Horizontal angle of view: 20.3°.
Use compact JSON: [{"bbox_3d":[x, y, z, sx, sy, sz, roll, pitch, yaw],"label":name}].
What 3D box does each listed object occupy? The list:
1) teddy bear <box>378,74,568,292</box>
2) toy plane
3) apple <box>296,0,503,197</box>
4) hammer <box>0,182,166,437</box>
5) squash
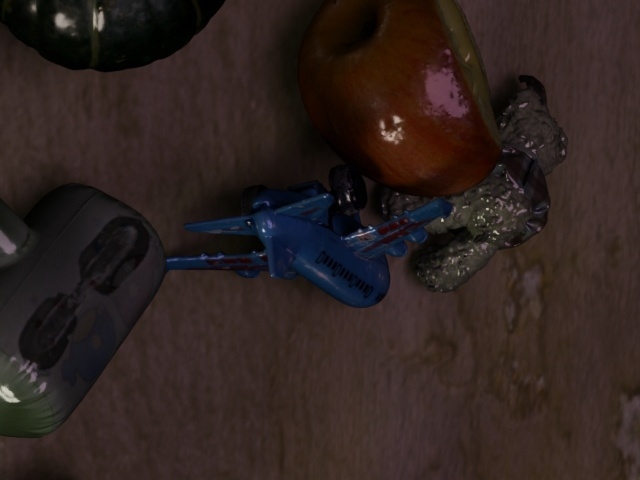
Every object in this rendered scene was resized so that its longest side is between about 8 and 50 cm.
[{"bbox_3d":[0.158,-0.056,1.590,0.213,0.111,0.133,-46,123,-16],"label":"teddy bear"},{"bbox_3d":[0.000,0.000,1.474,0.271,0.254,0.105,14,66,-68],"label":"toy plane"},{"bbox_3d":[0.072,-0.128,1.485,0.173,0.160,0.195,36,34,-34],"label":"apple"},{"bbox_3d":[-0.272,-0.024,1.313,0.335,0.119,0.206,48,47,-17],"label":"hammer"},{"bbox_3d":[-0.159,-0.230,1.316,0.218,0.218,0.172,-67,165,-5],"label":"squash"}]
